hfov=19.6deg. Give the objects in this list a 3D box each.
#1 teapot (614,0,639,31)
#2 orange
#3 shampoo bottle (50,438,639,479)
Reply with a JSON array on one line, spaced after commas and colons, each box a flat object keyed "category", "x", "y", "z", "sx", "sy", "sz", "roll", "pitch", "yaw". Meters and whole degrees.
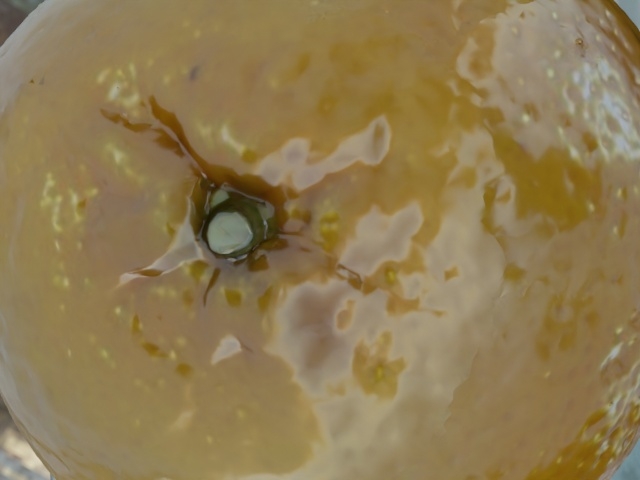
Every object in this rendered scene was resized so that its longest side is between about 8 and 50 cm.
[{"category": "teapot", "x": 0.242, "y": -0.068, "z": 0.675, "sx": 0.252, "sy": 0.280, "sz": 0.424, "roll": 0, "pitch": -97, "yaw": 47}, {"category": "orange", "x": 0.000, "y": 0.001, "z": 0.441, "sx": 0.155, "sy": 0.177, "sz": 0.177, "roll": -27, "pitch": 159, "yaw": -53}, {"category": "shampoo bottle", "x": 0.035, "y": 0.141, "z": 0.903, "sx": 0.322, "sy": 0.317, "sz": 0.322, "roll": -29, "pitch": -172, "yaw": 5}]
